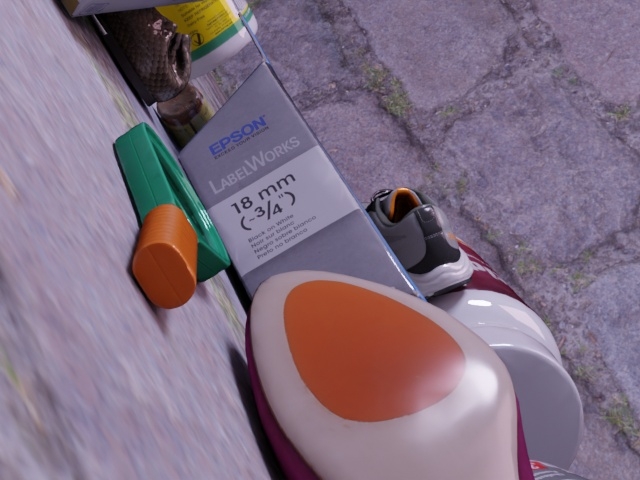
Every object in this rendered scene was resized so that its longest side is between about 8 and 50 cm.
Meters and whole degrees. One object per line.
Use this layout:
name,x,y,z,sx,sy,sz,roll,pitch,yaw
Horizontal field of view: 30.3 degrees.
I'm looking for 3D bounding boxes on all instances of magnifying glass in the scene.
magnifying glass,-0.074,-0.008,0.582,0.092,0.026,0.231,59,-1,-13

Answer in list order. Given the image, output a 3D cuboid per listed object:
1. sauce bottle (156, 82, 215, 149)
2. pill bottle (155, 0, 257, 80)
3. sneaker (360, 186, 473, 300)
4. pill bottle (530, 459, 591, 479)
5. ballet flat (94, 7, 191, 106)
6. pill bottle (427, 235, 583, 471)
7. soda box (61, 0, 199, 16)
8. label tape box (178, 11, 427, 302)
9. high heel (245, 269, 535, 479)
sauce bottle,-0.100,-0.085,1.025,0.042,0.042,0.128,60,-1,34
pill bottle,-0.158,-0.261,1.119,0.208,0.118,0.117,59,1,-23
sneaker,0.087,-0.017,1.329,0.271,0.100,0.108,-151,-137,-68
pill bottle,0.229,0.283,0.957,0.161,0.161,0.283,59,-18,-13
ballet flat,-0.171,-0.220,0.906,0.249,0.058,0.084,59,1,-2
pill bottle,0.144,0.136,1.357,0.224,0.224,0.392,59,1,-19
soda box,-0.121,-0.213,0.843,0.074,0.069,0.216,57,22,-2
label tape box,-0.005,0.014,0.936,0.333,0.106,0.240,59,0,40
high heel,0.056,0.173,0.553,0.377,0.127,0.181,-125,-149,-47
